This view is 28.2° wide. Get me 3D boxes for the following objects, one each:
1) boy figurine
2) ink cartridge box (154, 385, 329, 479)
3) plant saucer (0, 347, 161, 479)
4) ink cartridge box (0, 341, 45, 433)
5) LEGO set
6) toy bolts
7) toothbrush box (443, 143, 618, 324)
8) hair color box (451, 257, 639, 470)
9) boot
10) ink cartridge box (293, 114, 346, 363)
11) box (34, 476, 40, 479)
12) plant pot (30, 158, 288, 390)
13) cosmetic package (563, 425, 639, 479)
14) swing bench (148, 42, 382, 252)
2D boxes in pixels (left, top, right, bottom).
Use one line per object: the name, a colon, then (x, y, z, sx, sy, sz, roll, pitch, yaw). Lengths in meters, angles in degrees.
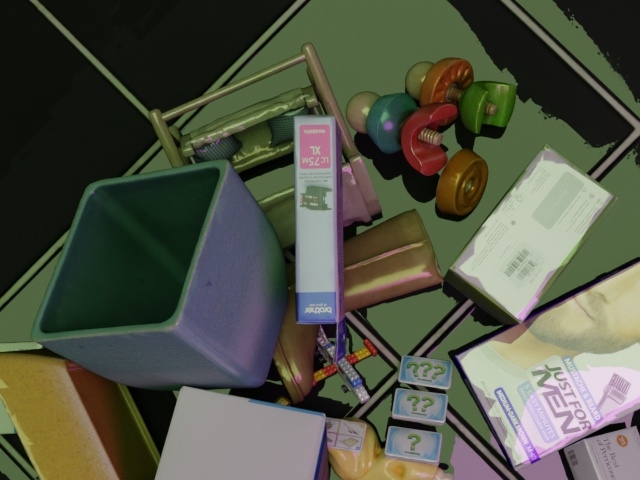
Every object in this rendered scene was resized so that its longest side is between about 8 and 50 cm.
boy figurine: (0.105, 0.369, 1.816, 0.285, 0.092, 0.177, 41, 113, 9)
ink cartridge box: (-0.103, 0.349, 1.716, 0.198, 0.270, 0.197, 10, 63, 7)
plant saucer: (-0.298, 0.279, 1.727, 0.081, 0.333, 0.333, -28, 84, 4)
ink cartridge box: (-0.509, 0.219, 1.875, 0.231, 0.078, 0.134, -4, 85, 4)
LEGO set: (0.060, 0.214, 1.805, 0.244, 0.060, 0.182, 8, 48, 8)
toy bolts: (0.140, -0.152, 1.819, 0.158, 0.228, 0.218, 25, 113, 33)
toothbrush box: (0.278, 0.001, 1.738, 0.122, 0.283, 0.206, 38, 88, 5)
hair color box: (0.379, 0.168, 1.808, 0.338, 0.110, 0.185, -28, 83, 0)
boot: (0.046, 0.086, 1.803, 0.269, 0.089, 0.236, -19, 57, 0)
ink cartridge box: (0.000, 0.000, 1.655, 0.065, 0.186, 0.311, -3, 89, 4)
box: (-0.388, 0.390, 1.884, 0.083, 0.018, 0.067, 10, 86, 4)
plant pot: (-0.178, 0.076, 1.680, 0.247, 0.252, 0.247, -7, 54, 33)
cosmetic package: (0.431, 0.386, 1.767, 0.098, 0.060, 0.239, -8, 70, -28)
swing bench: (-0.074, -0.107, 1.830, 0.253, 0.165, 0.255, -24, 85, 1)
